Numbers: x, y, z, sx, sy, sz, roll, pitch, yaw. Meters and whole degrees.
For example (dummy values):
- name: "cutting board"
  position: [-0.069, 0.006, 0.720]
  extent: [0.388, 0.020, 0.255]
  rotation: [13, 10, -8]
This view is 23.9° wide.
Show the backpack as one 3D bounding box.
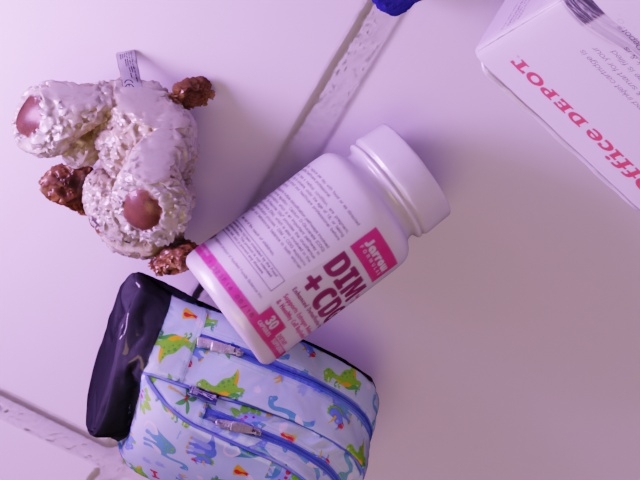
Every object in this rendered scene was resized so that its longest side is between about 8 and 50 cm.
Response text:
- name: "backpack"
  position: [-0.104, 0.216, 1.910]
  extent: [0.355, 0.273, 0.290]
  rotation: [10, 146, -15]

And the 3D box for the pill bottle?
- name: "pill bottle"
  position: [0.000, 0.000, 1.752]
  extent: [0.283, 0.160, 0.160]
  rotation: [-37, 112, -4]

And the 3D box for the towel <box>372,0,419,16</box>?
- name: "towel"
  position: [0.141, -0.381, 1.573]
  extent: [0.308, 0.076, 0.227]
  rotation: [-29, 137, 20]

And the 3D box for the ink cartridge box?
- name: "ink cartridge box"
  position: [0.393, -0.213, 1.517]
  extent: [0.285, 0.166, 0.395]
  rotation: [41, 149, -15]

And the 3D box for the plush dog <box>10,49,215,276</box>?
- name: "plush dog"
  position: [-0.223, -0.076, 1.809]
  extent: [0.262, 0.210, 0.225]
  rotation: [37, 139, 18]
